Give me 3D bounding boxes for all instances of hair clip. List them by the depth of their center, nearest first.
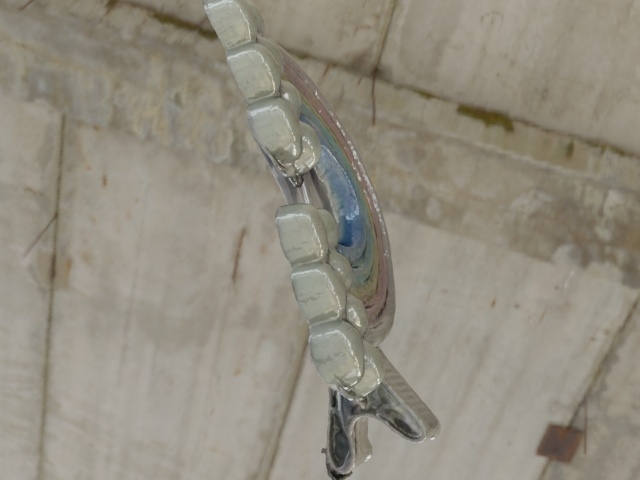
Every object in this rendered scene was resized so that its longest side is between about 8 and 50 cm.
[{"bbox_3d":[0.000,0.000,0.488,0.054,0.140,0.220,-19,-99,18],"label":"hair clip"}]
